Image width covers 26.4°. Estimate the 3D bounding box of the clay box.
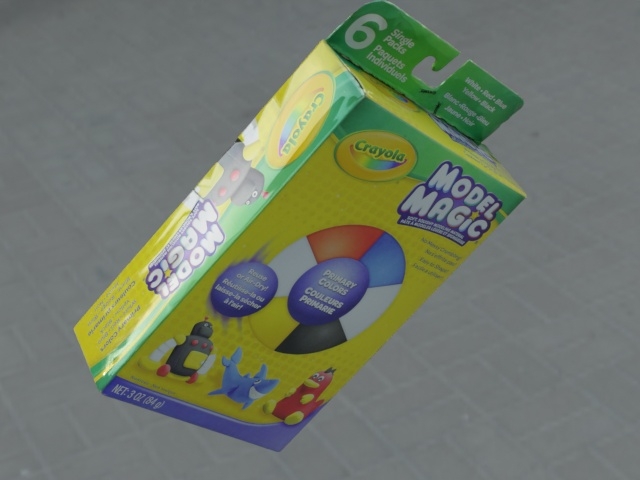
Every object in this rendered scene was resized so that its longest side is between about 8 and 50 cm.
[{"bbox_3d":[0.000,0.000,0.662,0.222,0.127,0.053,-47,45,18],"label":"clay box"}]
